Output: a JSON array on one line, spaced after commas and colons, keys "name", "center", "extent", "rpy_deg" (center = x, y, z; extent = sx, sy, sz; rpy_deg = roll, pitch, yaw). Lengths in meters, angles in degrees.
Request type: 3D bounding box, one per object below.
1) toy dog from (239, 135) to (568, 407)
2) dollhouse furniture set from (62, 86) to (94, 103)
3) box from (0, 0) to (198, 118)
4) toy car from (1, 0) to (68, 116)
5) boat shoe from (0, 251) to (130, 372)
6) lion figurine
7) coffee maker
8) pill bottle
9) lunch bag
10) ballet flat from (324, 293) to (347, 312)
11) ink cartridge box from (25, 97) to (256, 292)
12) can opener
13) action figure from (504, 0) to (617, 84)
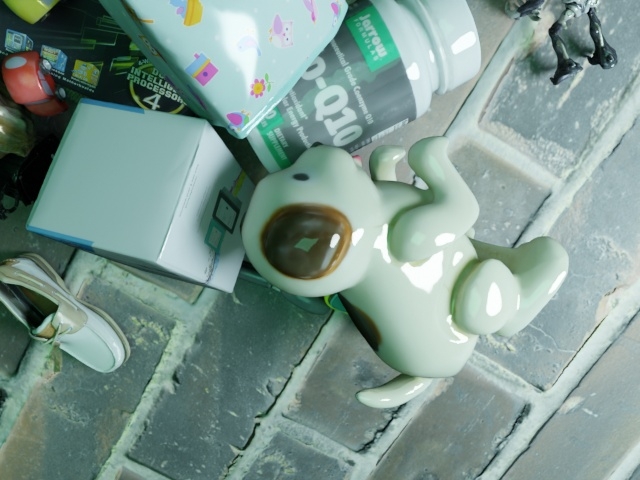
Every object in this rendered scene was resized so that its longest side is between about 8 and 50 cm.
[{"name": "toy dog", "center": [0.074, 0.023, 0.677], "extent": [0.407, 0.284, 0.396], "rpy_deg": [30, 98, -25]}, {"name": "dollhouse furniture set", "center": [-0.387, -0.387, 0.712], "extent": [0.301, 0.151, 0.198], "rpy_deg": [-41, 100, 9]}, {"name": "box", "center": [-0.315, -0.363, 0.622], "extent": [0.394, 0.097, 0.318], "rpy_deg": [21, 126, -25]}, {"name": "toy car", "center": [-0.450, -0.284, 0.577], "extent": [0.224, 0.053, 0.239], "rpy_deg": [15, 130, -21]}, {"name": "boat shoe", "center": [-0.516, 0.159, 0.870], "extent": [0.113, 0.103, 0.302], "rpy_deg": [-43, 100, 10]}, {"name": "lion figurine", "center": [-0.605, -0.290, 0.701], "extent": [0.142, 0.240, 0.392], "rpy_deg": [-43, 59, 16]}, {"name": "coffee maker", "center": [-0.576, -0.140, 0.765], "extent": [0.178, 0.171, 0.120], "rpy_deg": [17, 120, -2]}, {"name": "pill bottle", "center": [0.049, -0.255, 0.714], "extent": [0.360, 0.204, 0.204], "rpy_deg": [-27, 102, 7]}, {"name": "lunch bag", "center": [-0.098, -0.300, 0.536], "extent": [0.262, 0.160, 0.223], "rpy_deg": [-49, 134, -9]}, {"name": "ballet flat", "center": [0.085, 0.121, 0.861], "extent": [0.077, 0.077, 0.230], "rpy_deg": [-48, 128, 11]}, {"name": "ink cartridge box", "center": [-0.240, -0.050, 0.689], "extent": [0.197, 0.270, 0.198], "rpy_deg": [13, 77, 11]}, {"name": "can opener", "center": [-0.105, 0.057, 0.854], "extent": [0.280, 0.093, 0.074], "rpy_deg": [21, 102, 1]}, {"name": "action figure", "center": [0.387, -0.401, 0.712], "extent": [0.163, 0.141, 0.276], "rpy_deg": [-25, 118, 8]}]
